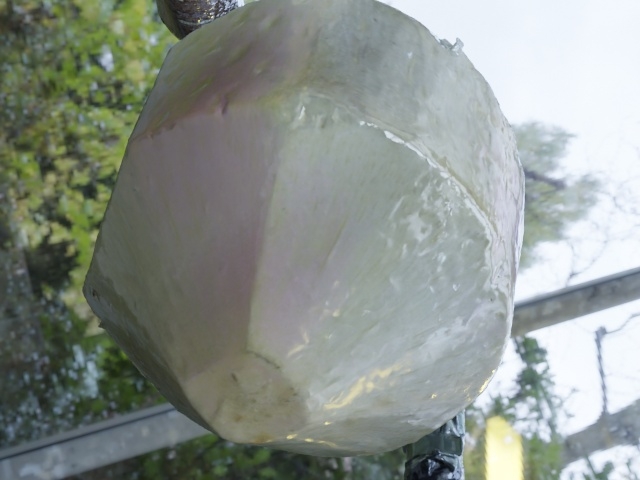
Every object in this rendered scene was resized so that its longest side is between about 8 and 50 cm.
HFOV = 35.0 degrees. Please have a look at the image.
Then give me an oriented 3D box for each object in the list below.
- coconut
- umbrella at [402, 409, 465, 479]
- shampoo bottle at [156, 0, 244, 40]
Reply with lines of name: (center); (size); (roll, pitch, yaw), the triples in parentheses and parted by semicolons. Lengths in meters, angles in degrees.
coconut: (0.000, 0.000, 0.504); (0.197, 0.237, 0.237); (-22, -101, 27)
umbrella: (0.064, 0.117, 0.606); (0.046, 0.050, 0.188); (100, -3, -54)
shampoo bottle: (-0.103, -0.208, 0.872); (0.068, 0.067, 0.236); (44, -8, 3)
